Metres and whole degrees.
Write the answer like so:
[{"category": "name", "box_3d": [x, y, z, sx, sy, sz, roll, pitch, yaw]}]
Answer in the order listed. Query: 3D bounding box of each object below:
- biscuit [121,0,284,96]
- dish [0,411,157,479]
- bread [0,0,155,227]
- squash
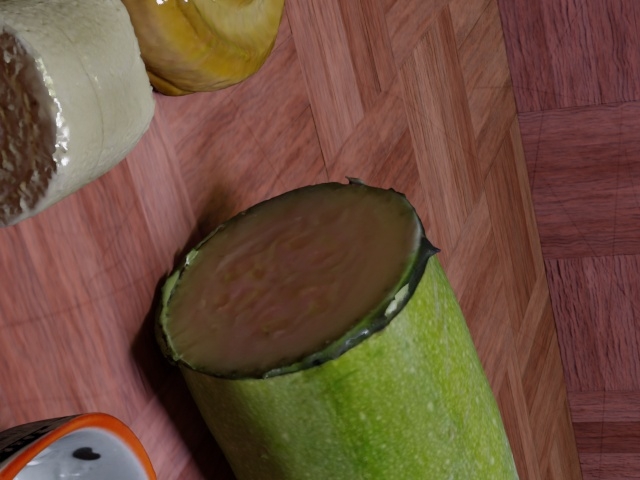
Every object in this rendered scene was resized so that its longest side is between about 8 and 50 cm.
[{"category": "biscuit", "box_3d": [-0.111, -0.279, 1.105, 0.296, 0.102, 0.296, -4, 90, -65]}, {"category": "dish", "box_3d": [-0.199, 0.234, 0.773, 0.256, 0.117, 0.256, -5, 90, -68]}, {"category": "bread", "box_3d": [-0.194, -0.099, 0.824, 0.141, 0.134, 0.148, -48, 143, -60]}, {"category": "squash", "box_3d": [0.029, 0.154, 1.161, 0.263, 0.263, 0.384, -71, 148, -43]}]
